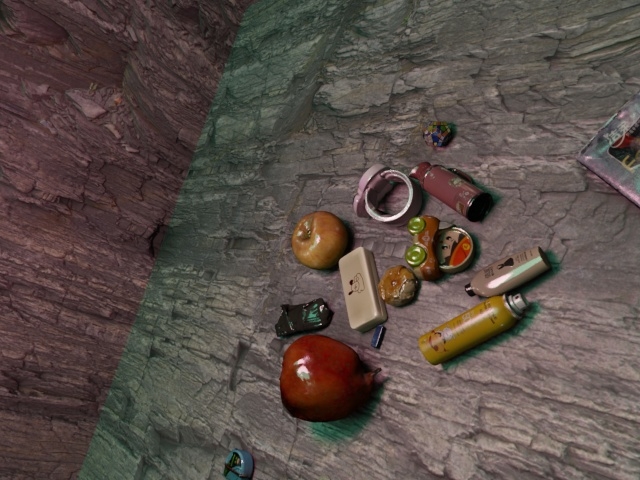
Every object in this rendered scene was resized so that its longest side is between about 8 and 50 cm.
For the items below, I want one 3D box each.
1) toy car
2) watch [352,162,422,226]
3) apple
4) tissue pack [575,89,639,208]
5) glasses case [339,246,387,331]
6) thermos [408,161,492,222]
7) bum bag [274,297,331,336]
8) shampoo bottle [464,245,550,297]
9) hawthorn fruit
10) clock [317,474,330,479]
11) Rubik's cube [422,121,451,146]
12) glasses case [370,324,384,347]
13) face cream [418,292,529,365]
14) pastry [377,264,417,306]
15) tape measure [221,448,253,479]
[{"bbox_3d":[0.411,0.023,1.772,0.235,0.145,0.235,-11,62,21],"label":"toy car"},{"bbox_3d":[0.261,-0.149,2.003,0.231,0.196,0.244,42,104,27],"label":"watch"},{"bbox_3d":[0.000,0.000,2.151,0.261,0.194,0.260,-25,51,35],"label":"apple"},{"bbox_3d":[0.897,-0.206,1.372,0.259,0.122,0.361,-49,44,21],"label":"tissue pack"},{"bbox_3d":[0.157,0.182,1.981,0.131,0.070,0.312,-33,48,31],"label":"glasses case"},{"bbox_3d":[0.453,-0.199,1.834,0.136,0.109,0.330,-50,44,5],"label":"thermos"},{"bbox_3d":[-0.083,0.311,2.160,0.326,0.080,0.142,-20,60,38],"label":"bum bag"},{"bbox_3d":[0.558,0.105,1.588,0.257,0.078,0.127,-33,29,30],"label":"shampoo bottle"},{"bbox_3d":[0.011,0.484,1.829,0.308,0.325,0.308,-158,90,-90],"label":"hawthorn fruit"},{"bbox_3d":[0.009,0.859,1.820,0.074,0.010,0.083,35,95,50],"label":"clock"},{"bbox_3d":[0.439,-0.404,1.980,0.093,0.111,0.111,-26,48,4],"label":"Rubik's cube"},{"bbox_3d":[0.208,0.345,1.877,0.033,0.023,0.083,7,73,53],"label":"glasses case"},{"bbox_3d":[0.466,0.261,1.586,0.349,0.105,0.105,-36,47,28],"label":"face cream"},{"bbox_3d":[0.275,0.160,1.862,0.153,0.081,0.153,-37,40,39],"label":"pastry"},{"bbox_3d":[-0.330,0.906,2.099,0.146,0.081,0.125,8,79,48],"label":"tape measure"}]
